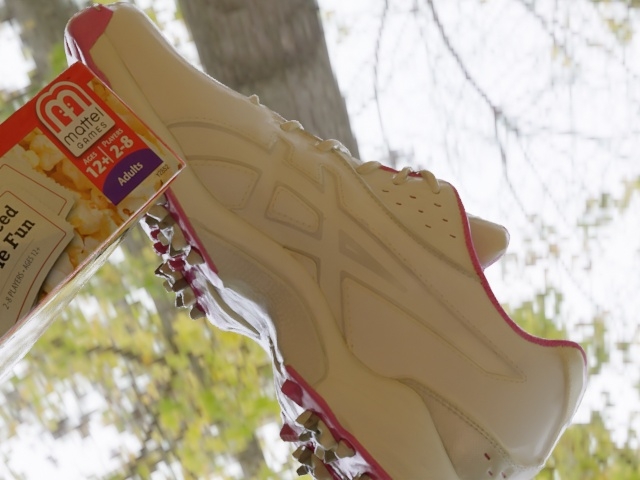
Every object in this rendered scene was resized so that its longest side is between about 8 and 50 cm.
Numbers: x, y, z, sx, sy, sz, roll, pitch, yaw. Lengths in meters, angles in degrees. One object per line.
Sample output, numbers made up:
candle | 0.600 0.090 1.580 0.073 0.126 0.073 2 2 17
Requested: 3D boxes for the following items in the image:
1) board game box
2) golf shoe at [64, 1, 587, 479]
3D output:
board game box | -0.134 0.051 0.543 0.045 0.147 0.193 45 -127 -1
golf shoe | 0.000 0.000 0.935 0.140 0.115 0.306 -35 -96 -13
